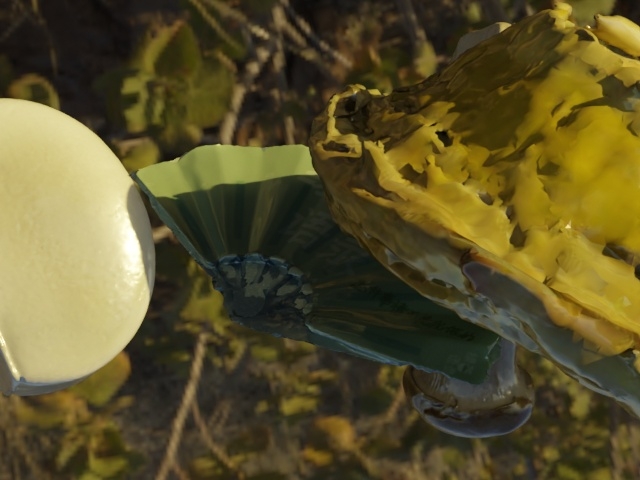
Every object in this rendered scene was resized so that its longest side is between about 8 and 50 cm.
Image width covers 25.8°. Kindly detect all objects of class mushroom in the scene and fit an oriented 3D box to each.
[{"bbox_3d":[0.129,-0.005,1.089,0.128,0.128,0.350,-5,116,-16],"label":"mushroom"}]

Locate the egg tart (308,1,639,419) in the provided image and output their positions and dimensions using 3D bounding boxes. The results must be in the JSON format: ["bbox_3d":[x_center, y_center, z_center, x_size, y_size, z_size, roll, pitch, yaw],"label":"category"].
[{"bbox_3d":[0.145,-0.012,0.586,0.315,0.315,0.120,12,111,-39],"label":"egg tart"}]

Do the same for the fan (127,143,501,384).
[{"bbox_3d":[0.000,0.000,0.703,0.131,0.240,0.009,-39,142,-31],"label":"fan"}]

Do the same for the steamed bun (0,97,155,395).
[{"bbox_3d":[-0.232,0.000,1.178,0.164,0.242,0.146,-23,177,-19],"label":"steamed bun"}]
